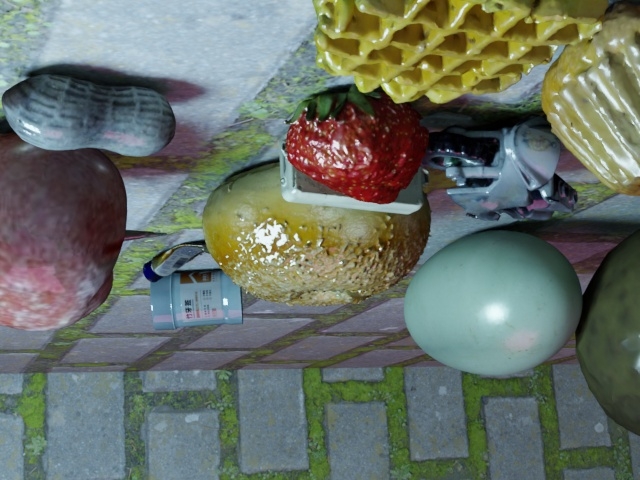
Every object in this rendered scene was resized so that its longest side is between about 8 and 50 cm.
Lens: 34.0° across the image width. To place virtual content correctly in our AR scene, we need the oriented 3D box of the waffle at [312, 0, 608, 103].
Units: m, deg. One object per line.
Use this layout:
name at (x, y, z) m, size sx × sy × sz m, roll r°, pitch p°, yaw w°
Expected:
waffle at (0.084, -0.172, 0.873) m, size 0.219 × 0.057 × 0.229 m, roll 3°, pitch 165°, yaw -24°

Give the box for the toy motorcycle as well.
toy motorcycle at (0.227, -0.078, 1.205) m, size 0.159 × 0.106 × 0.270 m, roll -6°, pitch 163°, yaw 34°

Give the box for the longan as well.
longan at (0.589, 0.147, 1.602) m, size 0.391 × 0.391 × 0.391 m, roll -4°, pitch 166°, yaw -1°

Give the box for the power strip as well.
power strip at (0.038, -0.077, 1.191) m, size 0.192 × 0.081 × 0.035 m, roll 4°, pitch 165°, yaw -29°

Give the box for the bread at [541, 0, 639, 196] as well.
bread at (0.340, -0.126, 0.949) m, size 0.274 × 0.149 × 0.274 m, roll -7°, pitch 161°, yaw -2°

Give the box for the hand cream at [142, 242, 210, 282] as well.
hand cream at (-0.218, 0.027, 1.663) m, size 0.163 × 0.039 × 0.062 m, roll -21°, pitch 157°, yaw 35°

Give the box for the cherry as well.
cherry at (-0.307, -0.011, 1.111) m, size 0.285 × 0.213 × 0.236 m, roll -2°, pitch 139°, yaw -14°

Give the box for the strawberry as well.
strawberry at (0.041, -0.085, 1.096) m, size 0.146 × 0.082 × 0.187 m, roll -9°, pitch 151°, yaw 30°

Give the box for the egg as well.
egg at (0.267, 0.102, 1.684) m, size 0.230 × 0.230 × 0.371 m, roll 3°, pitch 171°, yaw -24°

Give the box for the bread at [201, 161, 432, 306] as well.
bread at (0.000, 0.000, 1.340) m, size 0.305 × 0.159 × 0.305 m, roll -4°, pitch 165°, yaw -1°

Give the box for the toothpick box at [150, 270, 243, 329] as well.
toothpick box at (-0.213, 0.101, 1.816) m, size 0.153 × 0.101 × 0.101 m, roll -5°, pitch 166°, yaw -3°

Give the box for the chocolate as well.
chocolate at (-0.216, -0.117, 0.989) m, size 0.167 × 0.072 × 0.072 m, roll 5°, pitch 164°, yaw -33°
